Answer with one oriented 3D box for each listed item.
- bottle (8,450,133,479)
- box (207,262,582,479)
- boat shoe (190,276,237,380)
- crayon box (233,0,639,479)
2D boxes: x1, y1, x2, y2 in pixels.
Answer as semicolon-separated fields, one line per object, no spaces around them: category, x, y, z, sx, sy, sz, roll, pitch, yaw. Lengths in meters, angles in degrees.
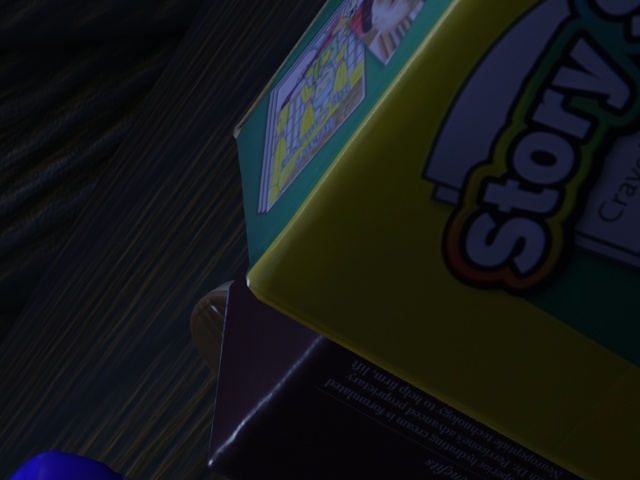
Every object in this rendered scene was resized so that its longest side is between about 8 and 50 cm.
bottle;-0.022;0.193;0.696;0.118;0.283;0.092;-48;20;35
box;0.066;0.043;0.894;0.203;0.168;0.167;-50;20;28
boat shoe;0.016;0.042;1.178;0.123;0.123;0.342;-35;-2;-29
crayon box;0.204;-0.069;0.440;0.363;0.313;0.106;-53;18;21
